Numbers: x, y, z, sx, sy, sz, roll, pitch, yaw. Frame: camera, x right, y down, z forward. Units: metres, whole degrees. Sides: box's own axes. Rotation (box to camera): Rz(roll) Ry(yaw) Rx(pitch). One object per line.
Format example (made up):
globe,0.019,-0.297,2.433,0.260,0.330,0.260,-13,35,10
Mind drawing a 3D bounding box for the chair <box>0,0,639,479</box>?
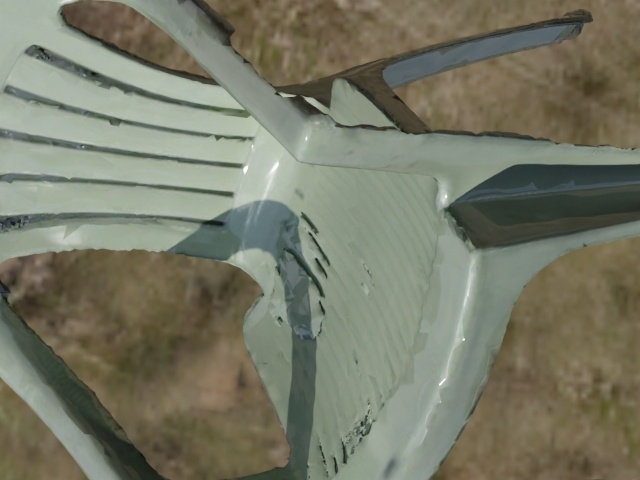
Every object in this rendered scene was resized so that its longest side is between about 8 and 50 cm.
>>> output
chair,0.000,0.000,0.631,0.275,0.190,0.203,-4,132,-34
